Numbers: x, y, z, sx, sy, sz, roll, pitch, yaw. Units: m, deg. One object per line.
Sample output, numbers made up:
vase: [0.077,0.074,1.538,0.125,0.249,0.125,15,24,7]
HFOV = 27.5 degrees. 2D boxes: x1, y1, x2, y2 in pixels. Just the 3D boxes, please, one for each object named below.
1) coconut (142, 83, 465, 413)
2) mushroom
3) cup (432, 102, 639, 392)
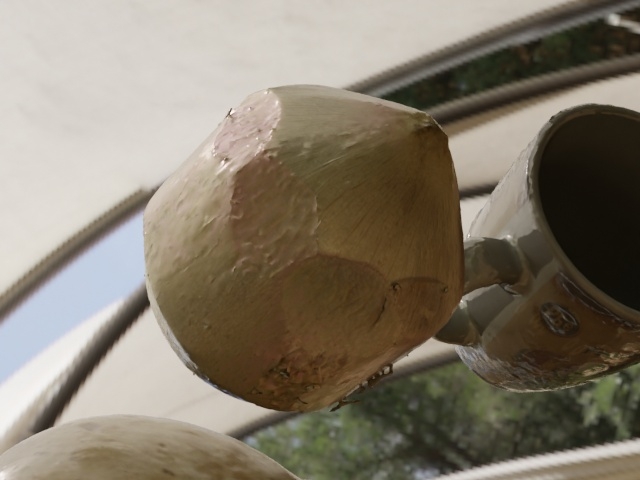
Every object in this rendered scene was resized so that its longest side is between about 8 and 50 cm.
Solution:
coconut: [0.000,0.000,0.696,0.183,0.171,0.171,-39,7,35]
mushroom: [-0.124,0.202,0.746,0.195,0.189,0.254,-63,-6,18]
cup: [0.200,0.044,1.205,0.301,0.227,0.257,-11,-27,-31]
